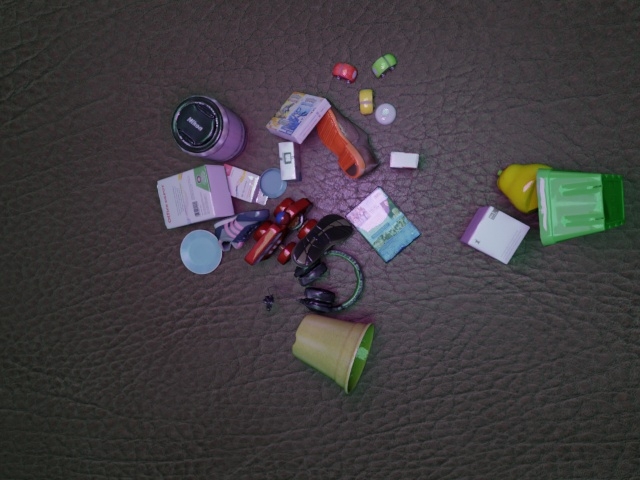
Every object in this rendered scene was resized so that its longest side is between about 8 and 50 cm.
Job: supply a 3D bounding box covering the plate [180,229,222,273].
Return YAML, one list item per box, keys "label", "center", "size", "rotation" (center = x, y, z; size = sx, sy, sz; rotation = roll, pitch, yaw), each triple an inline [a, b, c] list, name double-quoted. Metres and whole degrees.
- label: "plate"
  center: [-0.502, 0.048, 1.793]
  size: [0.188, 0.024, 0.188]
  rotation: [1, 93, 10]

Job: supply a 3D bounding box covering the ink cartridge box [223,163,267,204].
- label: "ink cartridge box"
  center: [-0.307, -0.225, 1.718]
  size: [0.198, 0.067, 0.116]
  rotation: [19, 97, 8]

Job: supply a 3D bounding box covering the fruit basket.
- label: "fruit basket"
  center: [0.782, -0.136, 1.433]
  size: [0.391, 0.392, 0.283]
  rotation: [-5, 92, 10]

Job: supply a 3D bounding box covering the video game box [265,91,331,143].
- label: "video game box"
  center: [-0.087, -0.468, 1.596]
  size: [0.187, 0.048, 0.205]
  rotation: [-51, 46, -8]

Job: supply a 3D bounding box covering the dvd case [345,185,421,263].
- label: "dvd case"
  center: [0.243, -0.061, 1.658]
  size: [0.180, 0.022, 0.253]
  rotation: [-42, 87, 11]

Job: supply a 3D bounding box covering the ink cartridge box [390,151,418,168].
- label: "ink cartridge box"
  center: [0.310, -0.294, 1.573]
  size: [0.099, 0.135, 0.056]
  rotation: [5, 98, 10]

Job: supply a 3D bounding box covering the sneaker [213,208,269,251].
- label: "sneaker"
  center: [-0.300, -0.039, 1.658]
  size: [0.318, 0.112, 0.131]
  rotation: [-15, 85, 46]

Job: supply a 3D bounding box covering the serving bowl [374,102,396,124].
- label: "serving bowl"
  center: [0.250, -0.487, 1.624]
  size: [0.083, 0.027, 0.084]
  rotation: [1, 95, 9]

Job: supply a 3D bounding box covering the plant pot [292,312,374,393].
- label: "plant pot"
  center: [0.041, 0.404, 1.622]
  size: [0.253, 0.276, 0.276]
  rotation: [18, 97, 19]

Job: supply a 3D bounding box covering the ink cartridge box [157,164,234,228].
- label: "ink cartridge box"
  center: [-0.501, -0.170, 1.690]
  size: [0.278, 0.117, 0.202]
  rotation: [-10, 92, 30]

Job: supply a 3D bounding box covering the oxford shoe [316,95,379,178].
- label: "oxford shoe"
  center: [0.093, -0.405, 1.629]
  size: [0.132, 0.130, 0.364]
  rotation: [-23, 78, -28]

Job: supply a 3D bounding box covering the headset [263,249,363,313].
- label: "headset"
  center: [-0.026, 0.177, 1.638]
  size: [0.393, 0.185, 0.244]
  rotation: [-16, 91, -1]

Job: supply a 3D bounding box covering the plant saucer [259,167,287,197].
- label: "plant saucer"
  center: [-0.193, -0.231, 1.697]
  size: [0.119, 0.021, 0.120]
  rotation: [-8, 109, -26]

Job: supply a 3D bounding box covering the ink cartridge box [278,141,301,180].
- label: "ink cartridge box"
  center: [-0.119, -0.324, 1.660]
  size: [0.060, 0.104, 0.180]
  rotation: [-4, 93, 11]

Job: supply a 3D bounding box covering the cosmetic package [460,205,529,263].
- label: "cosmetic package"
  center: [0.616, -0.023, 1.513]
  size: [0.151, 0.183, 0.151]
  rotation: [29, 99, 7]

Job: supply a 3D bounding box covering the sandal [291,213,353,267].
- label: "sandal"
  center: [-0.002, 0.000, 1.615]
  size: [0.302, 0.086, 0.120]
  rotation: [-36, 80, -29]

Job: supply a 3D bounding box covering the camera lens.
- label: "camera lens"
  center: [-0.418, -0.419, 1.618]
  size: [0.219, 0.274, 0.220]
  rotation: [1, 94, 10]

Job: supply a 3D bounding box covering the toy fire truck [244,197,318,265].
- label: "toy fire truck"
  center: [-0.147, -0.035, 1.609]
  size: [0.169, 0.254, 0.302]
  rotation: [42, 100, 4]

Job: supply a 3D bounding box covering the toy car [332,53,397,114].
- label: "toy car"
  center: [0.188, -0.633, 1.611]
  size: [0.225, 0.053, 0.239]
  rotation: [-35, 88, 10]
